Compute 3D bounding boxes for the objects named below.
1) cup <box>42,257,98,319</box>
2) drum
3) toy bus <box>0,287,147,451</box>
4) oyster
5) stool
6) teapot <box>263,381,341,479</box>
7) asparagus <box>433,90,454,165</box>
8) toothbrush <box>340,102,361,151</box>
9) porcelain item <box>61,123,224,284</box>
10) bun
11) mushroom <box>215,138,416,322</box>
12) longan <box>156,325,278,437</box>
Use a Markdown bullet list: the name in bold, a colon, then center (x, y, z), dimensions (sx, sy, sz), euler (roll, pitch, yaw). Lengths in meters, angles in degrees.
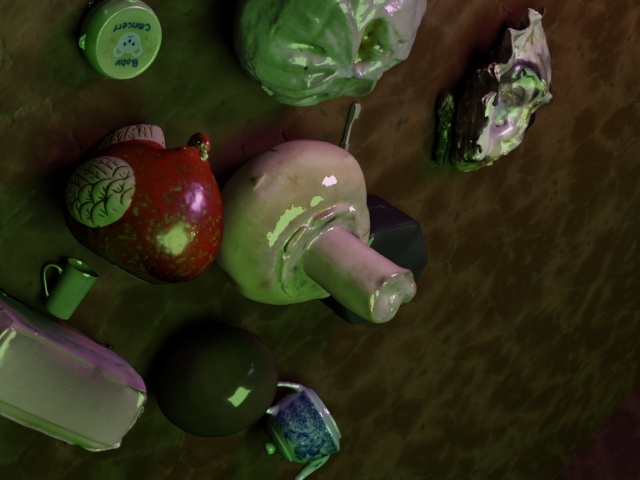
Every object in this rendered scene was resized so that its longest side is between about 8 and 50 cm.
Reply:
- **cup**: center (-0.391, 0.072, 1.698), dimensions (0.075, 0.054, 0.083), euler (25, 102, -52)
- **drum**: center (-0.277, -0.339, 1.506), dimensions (0.130, 0.049, 0.253), euler (-24, 133, -32)
- **toy bus**: center (-0.423, 0.210, 1.685), dimensions (0.171, 0.162, 0.386), euler (-53, 142, -2)
- **oyster**: center (0.348, -0.280, 2.144), dimensions (0.238, 0.115, 0.351), euler (-11, 131, -51)
- **stool**: center (0.081, 0.033, 2.078), dimensions (0.232, 0.141, 0.232), euler (-27, 136, -29)
- **teapot**: center (-0.052, 0.376, 2.208), dimensions (0.159, 0.159, 0.232), euler (-35, 111, -22)
- **asparagus**: center (0.238, -0.218, 2.136), dimensions (0.036, 0.030, 0.165), euler (-8, 129, -9)
- **toothbrush**: center (0.042, -0.157, 1.995), dimensions (0.017, 0.014, 0.194), euler (-8, 124, -43)
- **porcelain item**: center (-0.237, -0.063, 1.606), dimensions (0.253, 0.253, 0.253), euler (-26, 134, -30)
- **bun**: center (0.035, -0.340, 1.676), dimensions (0.354, 0.194, 0.354), euler (-35, 154, -20)
- **mushroom**: center (0.000, 0.000, 1.820), dimensions (0.314, 0.336, 0.314), euler (-36, 143, -32)
- **longan**: center (-0.178, 0.248, 1.942), dimensions (0.220, 0.196, 0.196), euler (-21, 133, -18)
